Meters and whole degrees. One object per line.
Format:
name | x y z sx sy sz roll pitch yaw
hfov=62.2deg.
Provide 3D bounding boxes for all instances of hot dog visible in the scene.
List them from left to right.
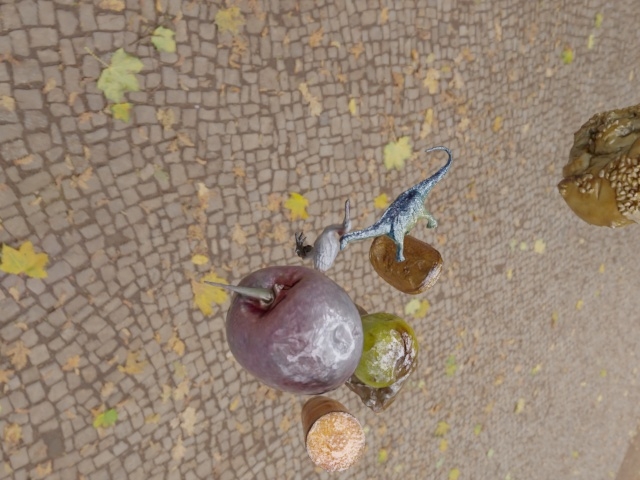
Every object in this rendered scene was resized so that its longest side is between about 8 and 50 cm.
hot dog | 0.295 0.073 1.861 0.196 0.272 0.122 -58 143 -4

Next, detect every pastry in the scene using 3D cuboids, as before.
pastry | 0.648 -0.176 1.120 0.162 0.255 0.311 43 69 -34

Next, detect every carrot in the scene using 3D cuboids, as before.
carrot | 0.009 0.503 1.451 0.159 0.225 0.159 -2 96 -17

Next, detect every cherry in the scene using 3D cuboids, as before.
cherry | -0.038 0.136 0.804 0.183 0.213 0.266 -54 133 -15

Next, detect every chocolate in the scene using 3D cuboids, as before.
chocolate | 0.087 0.244 1.121 0.093 0.214 0.148 -19 141 -57

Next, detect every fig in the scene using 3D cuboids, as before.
fig | 0.110 0.198 0.974 0.136 0.121 0.153 -49 113 -17

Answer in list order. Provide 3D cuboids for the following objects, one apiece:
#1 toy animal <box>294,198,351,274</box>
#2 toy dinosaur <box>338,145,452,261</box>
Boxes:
toy animal | 0.016 0.014 1.885 0.090 0.324 0.195 -5 70 -44
toy dinosaur | 0.190 -0.058 1.199 0.363 0.076 0.147 -41 128 -17
